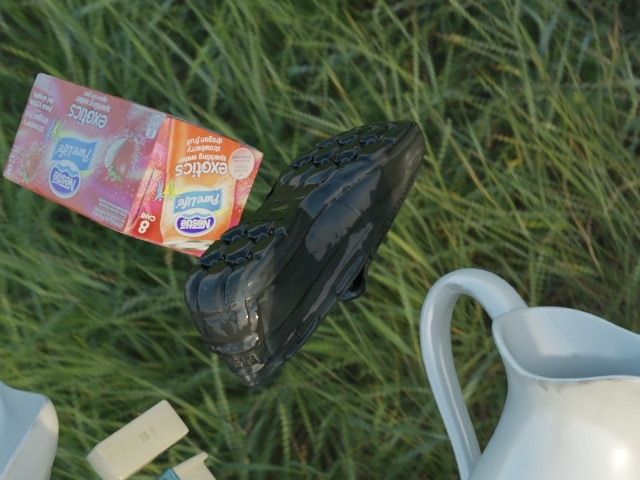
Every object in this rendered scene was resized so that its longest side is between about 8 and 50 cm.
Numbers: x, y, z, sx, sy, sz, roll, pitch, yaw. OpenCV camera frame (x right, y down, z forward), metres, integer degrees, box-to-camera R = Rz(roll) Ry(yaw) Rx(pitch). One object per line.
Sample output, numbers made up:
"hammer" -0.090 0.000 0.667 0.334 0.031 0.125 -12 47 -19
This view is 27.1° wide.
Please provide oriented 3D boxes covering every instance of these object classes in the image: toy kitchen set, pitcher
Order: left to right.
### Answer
"toy kitchen set" -0.207 0.341 1.670 0.207 0.122 0.166 52 136 7
"pitcher" 0.103 0.127 0.627 0.177 0.125 0.207 29 121 53

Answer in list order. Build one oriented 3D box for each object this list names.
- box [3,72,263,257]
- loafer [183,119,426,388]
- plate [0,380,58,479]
"box" -0.195 -0.076 1.339 0.257 0.128 0.123 22 92 47
"loafer" 0.000 0.000 0.798 0.076 0.078 0.223 -2 32 38
"plate" -0.269 0.231 0.924 0.277 0.045 0.278 -60 16 -14
